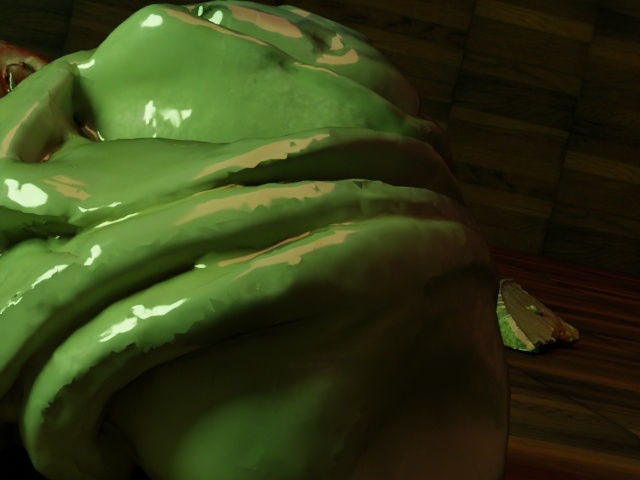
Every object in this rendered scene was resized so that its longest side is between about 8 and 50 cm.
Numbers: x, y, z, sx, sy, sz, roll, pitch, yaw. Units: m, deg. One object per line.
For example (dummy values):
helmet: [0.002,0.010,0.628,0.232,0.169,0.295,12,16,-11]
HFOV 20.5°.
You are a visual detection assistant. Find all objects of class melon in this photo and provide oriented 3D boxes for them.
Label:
melon: [0.181,0.078,1.653,0.098,0.054,0.182,30,9,17]

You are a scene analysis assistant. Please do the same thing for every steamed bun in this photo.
steamed bun: [-0.035,0.000,0.764,0.267,0.207,0.280,12,5,-14]

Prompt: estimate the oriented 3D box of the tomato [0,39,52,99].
tomato: [-0.259,-0.059,1.370,0.151,0.187,0.187,-27,-21,34]
